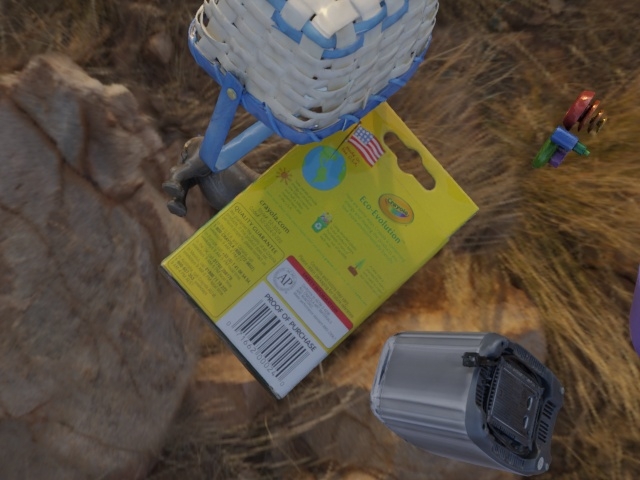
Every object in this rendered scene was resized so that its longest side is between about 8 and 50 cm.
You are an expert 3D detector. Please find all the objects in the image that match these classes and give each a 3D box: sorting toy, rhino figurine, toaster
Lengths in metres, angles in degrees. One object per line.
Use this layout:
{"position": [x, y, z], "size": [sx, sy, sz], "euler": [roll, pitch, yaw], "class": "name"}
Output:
{"position": [0.265, -0.107, 1.061], "size": [0.042, 0.061, 0.102], "euler": [35, 118, 5], "class": "sorting toy"}
{"position": [-0.092, -0.044, 1.298], "size": [0.243, 0.073, 0.106], "euler": [35, 58, -26], "class": "rhino figurine"}
{"position": [0.156, 0.173, 1.107], "size": [0.227, 0.146, 0.129], "euler": [35, 63, -46], "class": "toaster"}

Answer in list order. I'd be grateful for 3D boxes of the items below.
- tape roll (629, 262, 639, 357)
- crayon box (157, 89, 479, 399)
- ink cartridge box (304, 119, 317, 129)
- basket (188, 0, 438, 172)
{"position": [0.405, 0.067, 0.992], "size": [0.189, 0.189, 0.080], "euler": [-14, 136, -5], "class": "tape roll"}
{"position": [0.000, 0.000, 1.156], "size": [0.318, 0.081, 0.202], "euler": [-41, 94, -12], "class": "crayon box"}
{"position": [0.031, -0.050, 1.606], "size": [0.045, 0.224, 0.223], "euler": [-26, 66, -3], "class": "ink cartridge box"}
{"position": [-0.006, -0.208, 1.042], "size": [0.201, 0.289, 0.255], "euler": [42, 59, 13], "class": "basket"}
